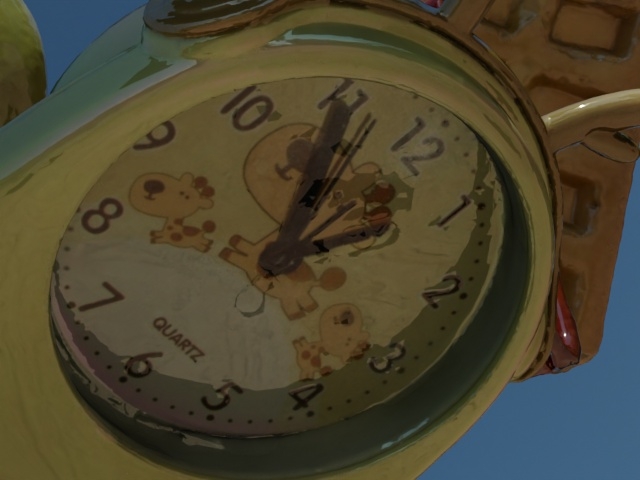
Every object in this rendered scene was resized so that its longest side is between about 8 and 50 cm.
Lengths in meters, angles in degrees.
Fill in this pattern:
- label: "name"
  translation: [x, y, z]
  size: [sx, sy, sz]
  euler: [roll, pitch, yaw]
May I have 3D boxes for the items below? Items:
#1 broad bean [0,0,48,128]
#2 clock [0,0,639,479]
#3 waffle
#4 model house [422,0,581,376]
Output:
- label: "broad bean"
  translation: [-0.304, -0.064, 0.921]
  size: [0.291, 0.238, 0.119]
  euler: [-45, -31, 2]
- label: "clock"
  translation: [-0.012, -0.004, 0.555]
  size: [0.308, 0.096, 0.235]
  euler: [-37, -59, 11]
- label: "waffle"
  translation: [0.124, -0.088, 1.126]
  size: [0.304, 0.077, 0.348]
  euler: [15, -95, -11]
- label: "model house"
  translation: [0.000, 0.000, 0.824]
  size: [0.254, 0.196, 0.160]
  euler: [-19, -39, 15]
